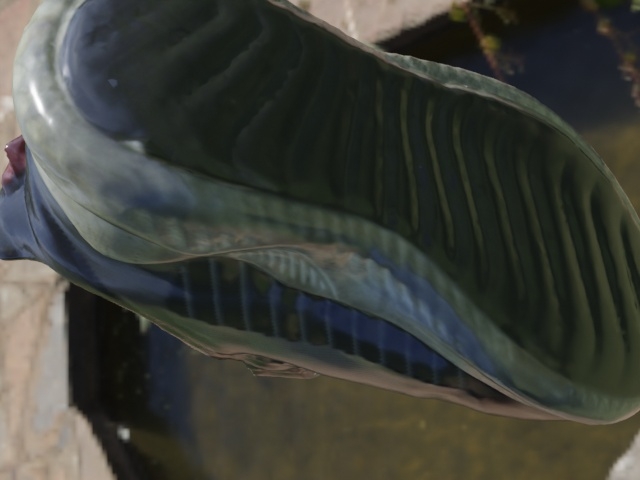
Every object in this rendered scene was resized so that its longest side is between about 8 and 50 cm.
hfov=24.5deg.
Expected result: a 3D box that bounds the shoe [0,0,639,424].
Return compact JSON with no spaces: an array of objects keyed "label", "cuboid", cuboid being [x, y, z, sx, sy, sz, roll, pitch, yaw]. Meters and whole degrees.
[{"label":"shoe","cuboid":[0.000,0.000,0.455,0.112,0.227,0.099,-33,39,49]}]
